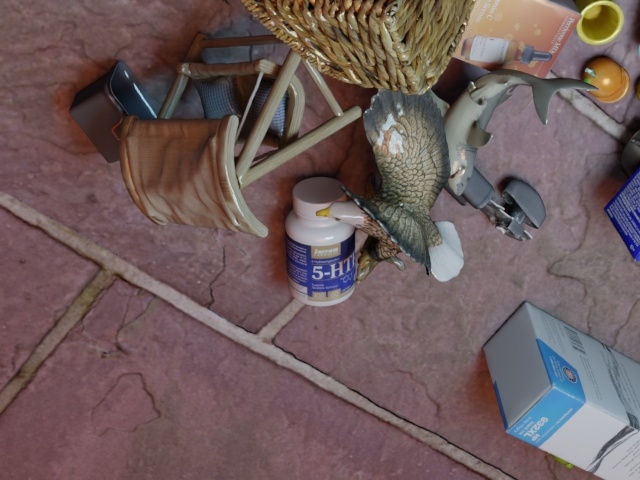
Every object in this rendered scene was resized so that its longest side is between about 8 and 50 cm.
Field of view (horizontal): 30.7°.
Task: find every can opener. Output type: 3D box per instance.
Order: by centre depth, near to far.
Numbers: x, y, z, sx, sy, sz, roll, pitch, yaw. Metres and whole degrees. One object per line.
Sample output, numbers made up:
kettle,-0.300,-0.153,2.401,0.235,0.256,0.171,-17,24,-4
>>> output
can opener,0.250,-0.100,1.838,0.283,0.076,0.095,43,79,-27

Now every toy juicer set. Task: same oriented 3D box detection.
toy juicer set,0.538,-0.286,1.714,0.328,0.089,0.209,-11,124,1

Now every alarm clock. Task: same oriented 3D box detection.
alarm clock,0.537,-0.124,1.831,0.129,0.064,0.192,-24,138,0

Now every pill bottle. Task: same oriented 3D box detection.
pill bottle,0.000,0.000,1.843,0.112,0.112,0.187,-4,124,-3

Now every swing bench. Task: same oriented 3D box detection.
swing bench,-0.128,-0.148,1.589,0.255,0.253,0.165,-51,124,-25

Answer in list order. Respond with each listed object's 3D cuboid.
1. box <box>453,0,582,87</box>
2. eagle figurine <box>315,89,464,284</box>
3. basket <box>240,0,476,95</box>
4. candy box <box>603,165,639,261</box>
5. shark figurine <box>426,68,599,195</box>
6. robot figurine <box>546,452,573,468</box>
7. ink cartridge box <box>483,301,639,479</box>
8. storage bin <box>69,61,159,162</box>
box,0.262,-0.315,1.669,0.170,0.091,0.130,18,120,-16
eagle figurine,0.105,-0.049,1.662,0.225,0.226,0.298,-29,163,-22
basket,0.073,-0.351,1.520,0.223,0.299,0.213,13,157,27
candy box,0.629,-0.106,1.752,0.268,0.122,0.317,5,136,-33
shark figurine,0.259,-0.200,1.678,0.116,0.166,0.278,-17,166,-37
robot figurine,0.479,0.382,2.166,0.115,0.067,0.101,-3,129,-3
ink cartridge box,0.451,0.273,1.997,0.307,0.223,0.129,27,118,-21
storage bin,-0.302,-0.176,1.716,0.091,0.098,0.135,-22,123,22
